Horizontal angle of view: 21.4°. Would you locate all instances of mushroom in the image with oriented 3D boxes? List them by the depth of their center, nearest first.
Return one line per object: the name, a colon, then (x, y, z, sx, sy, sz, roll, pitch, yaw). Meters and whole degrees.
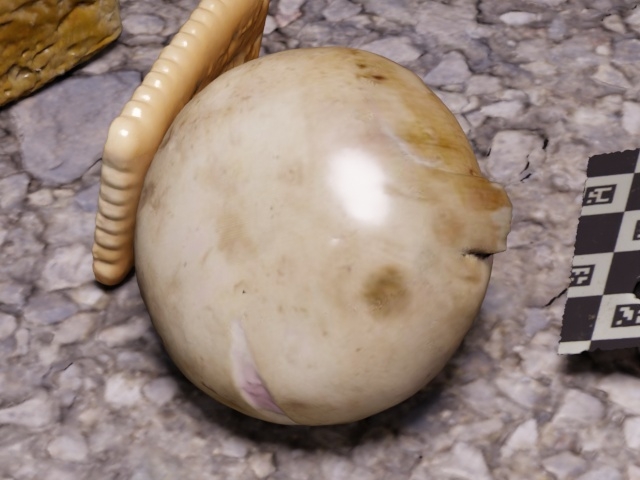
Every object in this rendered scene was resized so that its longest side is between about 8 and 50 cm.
mushroom: (0.000, 0.000, 1.063, 0.255, 0.184, 0.254, -9, 67, 21)

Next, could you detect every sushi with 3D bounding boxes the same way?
sushi: (0.266, 0.011, 1.115, 0.192, 0.050, 0.215, -9, 36, 22)

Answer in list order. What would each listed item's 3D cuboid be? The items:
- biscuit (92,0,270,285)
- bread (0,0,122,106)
biscuit: (-0.094, -0.094, 1.204, 0.030, 0.160, 0.249, 22, 48, 8)
bread: (-0.286, -0.215, 1.341, 0.246, 0.176, 0.195, -31, 52, -25)
